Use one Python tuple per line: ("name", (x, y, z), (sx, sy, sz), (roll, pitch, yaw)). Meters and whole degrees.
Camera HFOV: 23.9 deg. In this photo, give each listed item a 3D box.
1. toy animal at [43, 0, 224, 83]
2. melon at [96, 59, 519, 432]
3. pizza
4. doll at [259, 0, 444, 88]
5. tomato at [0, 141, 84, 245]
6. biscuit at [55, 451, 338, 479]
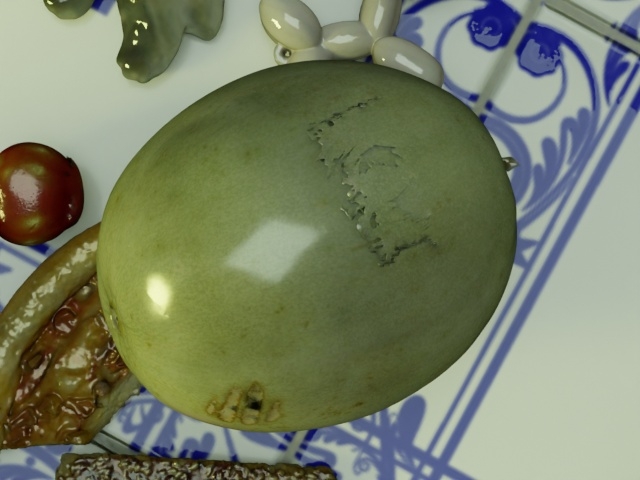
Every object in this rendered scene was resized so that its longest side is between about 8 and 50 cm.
("toy animal", (-0.209, -0.277, 1.181), (0.266, 0.188, 0.308), (-15, 84, -10))
("melon", (0.000, 0.000, 1.117), (0.330, 0.268, 0.268), (-19, 88, -18))
("pizza", (-0.190, 0.078, 1.220), (0.271, 0.056, 0.134), (-41, 85, -2))
("doll", (0.029, -0.177, 1.233), (0.160, 0.059, 0.161), (13, 88, 0))
("tomato", (-0.227, -0.037, 1.212), (0.075, 0.087, 0.087), (0, 87, -4))
("biscuit", (-0.102, 0.239, 1.215), (0.231, 0.025, 0.131), (3, 86, -8))
